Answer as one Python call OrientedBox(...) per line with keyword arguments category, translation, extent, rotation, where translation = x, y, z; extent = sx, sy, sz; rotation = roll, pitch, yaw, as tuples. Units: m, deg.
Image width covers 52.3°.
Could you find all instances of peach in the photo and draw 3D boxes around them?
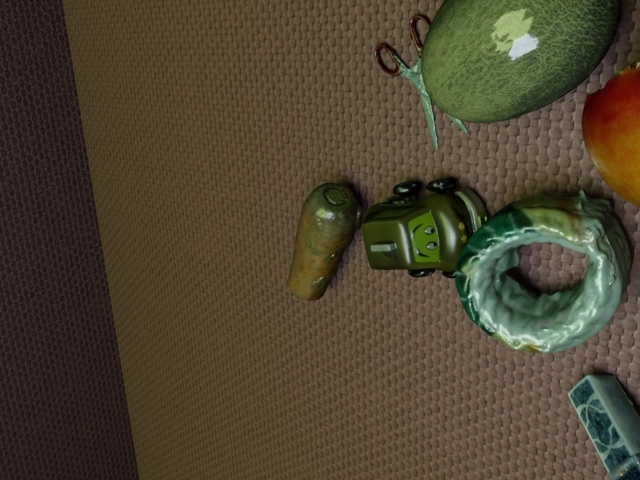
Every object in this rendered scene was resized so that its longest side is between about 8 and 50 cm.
OrientedBox(category="peach", translation=(0.509, -0.133, 0.842), extent=(0.307, 0.380, 0.242), rotation=(-10, 98, 20))

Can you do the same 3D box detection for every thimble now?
OrientedBox(category="thimble", translation=(0.381, 0.049, 1.113), extent=(0.254, 0.167, 0.288), rotation=(45, 126, 7))

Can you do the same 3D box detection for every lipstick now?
OrientedBox(category="lipstick", translation=(0.519, 0.359, 1.092), extent=(0.289, 0.076, 0.077), rotation=(-105, 30, -44))

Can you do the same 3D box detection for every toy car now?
OrientedBox(category="toy car", translation=(0.182, -0.007, 1.280), extent=(0.248, 0.198, 0.204), rotation=(-3, 102, 43))

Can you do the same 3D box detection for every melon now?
OrientedBox(category="melon", translation=(0.297, -0.316, 1.013), extent=(0.329, 0.249, 0.248), rotation=(-32, 82, 51))

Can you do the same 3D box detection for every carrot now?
OrientedBox(category="carrot", translation=(0.000, 0.000, 1.513), extent=(0.139, 0.139, 0.301), rotation=(44, 132, 23))

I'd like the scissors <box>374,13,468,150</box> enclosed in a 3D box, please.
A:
OrientedBox(category="scissors", translation=(0.203, -0.303, 1.279), extent=(0.144, 0.017, 0.247), rotation=(-29, 86, 47))
